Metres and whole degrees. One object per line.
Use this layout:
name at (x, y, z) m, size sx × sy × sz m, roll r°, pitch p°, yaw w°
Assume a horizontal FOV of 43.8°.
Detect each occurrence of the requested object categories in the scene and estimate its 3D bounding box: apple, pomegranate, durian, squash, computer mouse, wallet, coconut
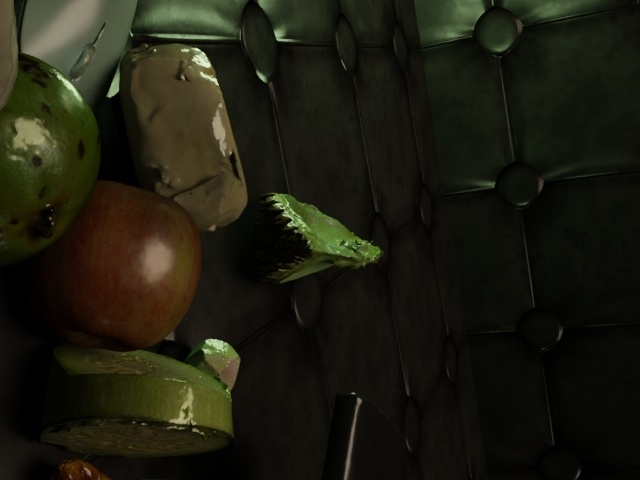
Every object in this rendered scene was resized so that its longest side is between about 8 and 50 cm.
apple at (-0.228, 0.031, 0.879) m, size 0.188 × 0.188 × 0.173 m, roll 41°, pitch 52°, yaw -58°
pomegranate at (-0.317, -0.090, 0.727) m, size 0.263 × 0.211 × 0.211 m, roll 47°, pitch 10°, yaw 23°
durian at (-0.001, -0.011, 1.414) m, size 0.394 × 0.198 × 0.163 m, roll 4°, pitch 79°, yaw -69°
squash at (-0.193, 0.172, 0.881) m, size 0.220 × 0.220 × 0.133 m, roll 40°, pitch 52°, yaw -59°
computer mouse at (-0.278, -0.298, 0.960) m, size 0.159 × 0.097 × 0.288 m, roll 45°, pitch 41°, yaw -59°
wallet at (0.049, 0.431, 1.069) m, size 0.228 × 0.062 × 0.405 m, roll 55°, pitch 36°, yaw -48°
coconut at (-0.160, 0.189, 1.139) m, size 0.083 × 0.081 × 0.082 m, roll 50°, pitch 34°, yaw 8°

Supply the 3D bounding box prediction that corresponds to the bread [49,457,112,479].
bread at (-0.248, 0.337, 0.889) m, size 0.105 × 0.076 × 0.233 m, roll -83°, pitch 150°, yaw -57°

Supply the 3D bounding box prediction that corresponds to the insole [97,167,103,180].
insole at (-0.299, -0.118, 0.982) m, size 0.064 × 0.004 × 0.188 m, roll -47°, pitch 127°, yaw -61°

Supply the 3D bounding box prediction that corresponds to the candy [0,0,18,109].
candy at (-0.352, -0.199, 0.399) m, size 0.427 × 0.386 × 0.186 m, roll 24°, pitch 48°, yaw -25°

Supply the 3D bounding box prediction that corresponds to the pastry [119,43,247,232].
pastry at (-0.177, -0.131, 1.025) m, size 0.265 × 0.133 × 0.264 m, roll 168°, pitch -90°, yaw -83°
